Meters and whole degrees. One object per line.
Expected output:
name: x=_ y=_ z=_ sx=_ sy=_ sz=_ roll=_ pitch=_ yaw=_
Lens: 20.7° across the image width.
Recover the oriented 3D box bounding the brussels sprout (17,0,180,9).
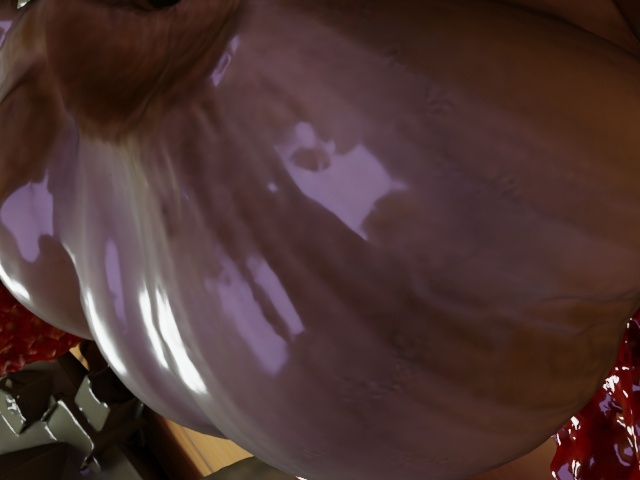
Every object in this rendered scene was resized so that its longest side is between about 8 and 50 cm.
brussels sprout: x=-0.127 y=-0.218 z=0.645 sx=0.328 sy=0.247 sz=0.328 roll=45 pitch=153 yaw=31

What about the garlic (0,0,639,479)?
garlic: x=0.011 y=-0.005 z=0.593 sx=0.281 sy=0.203 sz=0.185 roll=-15 pitch=70 yaw=46

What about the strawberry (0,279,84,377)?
strawberry: x=-0.281 y=0.007 z=1.361 sx=0.261 sy=0.261 sz=0.258 roll=42 pitch=149 yaw=35

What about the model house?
model house: x=-0.241 y=0.201 z=1.642 sx=0.211 sy=0.204 sz=0.243 roll=51 pitch=143 yaw=16

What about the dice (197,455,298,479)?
dice: x=0.003 y=0.361 z=1.082 sx=0.330 sy=0.328 sz=0.348 roll=42 pitch=156 yaw=36

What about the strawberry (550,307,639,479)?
strawberry: x=0.143 y=0.068 z=0.635 sx=0.190 sy=0.111 sz=0.236 roll=46 pitch=157 yaw=34

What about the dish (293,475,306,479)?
dish: x=0.000 y=0.000 z=0.852 sx=0.256 sy=0.117 sz=0.256 roll=46 pitch=157 yaw=26
